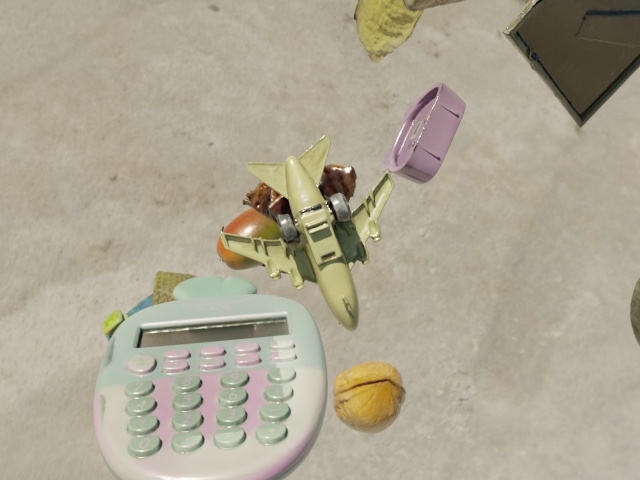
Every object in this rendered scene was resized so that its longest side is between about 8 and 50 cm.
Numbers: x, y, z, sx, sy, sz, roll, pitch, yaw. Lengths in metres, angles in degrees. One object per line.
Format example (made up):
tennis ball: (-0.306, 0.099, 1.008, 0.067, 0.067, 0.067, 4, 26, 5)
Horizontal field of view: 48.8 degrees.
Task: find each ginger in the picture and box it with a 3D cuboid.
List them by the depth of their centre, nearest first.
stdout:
ginger: (0.125, -0.386, 1.128, 0.115, 0.193, 0.122, 37, 41, 5)

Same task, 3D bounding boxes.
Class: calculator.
calculator: (-0.088, 0.106, 0.587, 0.185, 0.041, 0.299, -5, 23, -6)

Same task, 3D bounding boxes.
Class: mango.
mango: (-0.127, -0.027, 1.740, 0.289, 0.146, 0.129, -31, 118, -35)

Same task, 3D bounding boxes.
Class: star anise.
star anise: (-0.027, -0.087, 1.376, 0.190, 0.220, 0.126, -35, 113, -17)

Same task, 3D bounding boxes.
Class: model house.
model house: (-0.262, 0.173, 1.208, 0.189, 0.214, 0.195, 52, 6, -19)

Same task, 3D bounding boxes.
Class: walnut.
walnut: (0.099, 0.315, 1.420, 0.144, 0.180, 0.144, 12, 60, -22)

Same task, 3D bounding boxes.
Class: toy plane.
toy plane: (0.000, 0.000, 0.930, 0.241, 0.104, 0.256, -21, 86, -7)

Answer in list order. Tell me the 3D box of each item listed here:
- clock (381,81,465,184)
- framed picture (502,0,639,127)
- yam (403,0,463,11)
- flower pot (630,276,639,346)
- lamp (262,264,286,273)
clock: (0.155, -0.155, 1.066, 0.050, 0.110, 0.153, 29, 77, -16)
framed picture: (0.395, -0.302, 1.011, 0.281, 0.209, 0.019, 30, 17, -46)
yam: (0.232, -0.329, 0.826, 0.299, 0.066, 0.066, -19, 64, -8)
flower pot: (0.537, 0.103, 0.985, 0.235, 0.148, 0.235, 1, 89, -30)
lamp: (-0.057, 0.042, 1.837, 0.253, 0.118, 0.118, 18, 49, 9)
